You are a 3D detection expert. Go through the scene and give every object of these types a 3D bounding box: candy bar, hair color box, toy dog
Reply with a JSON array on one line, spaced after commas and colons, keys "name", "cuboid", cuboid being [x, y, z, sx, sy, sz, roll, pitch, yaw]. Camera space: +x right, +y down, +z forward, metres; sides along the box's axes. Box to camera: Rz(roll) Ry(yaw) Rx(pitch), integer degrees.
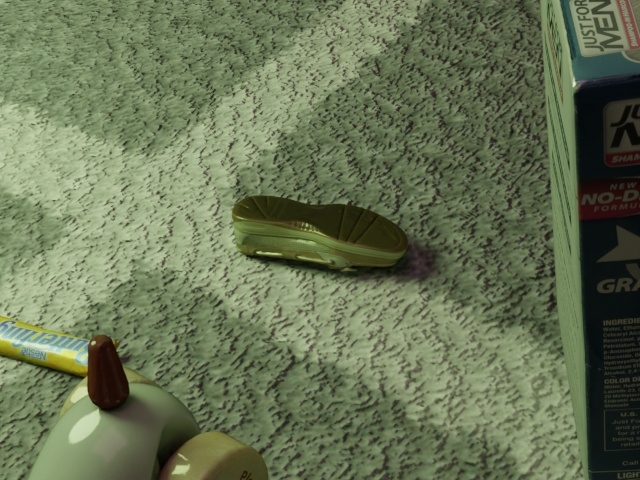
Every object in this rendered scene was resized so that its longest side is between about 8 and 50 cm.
[{"name": "candy bar", "cuboid": [-0.236, 0.084, 0.955, 0.161, 0.018, 0.040, 11, 49, 26]}, {"name": "hair color box", "cuboid": [0.197, -0.013, 0.695, 0.105, 0.347, 0.174, -7, 44, 8]}, {"name": "toy dog", "cuboid": [-0.181, 0.187, 0.717, 0.220, 0.161, 0.333, 1, 42, 25]}]

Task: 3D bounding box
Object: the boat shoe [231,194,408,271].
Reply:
[{"name": "boat shoe", "cuboid": [-0.001, 0.001, 0.965, 0.153, 0.048, 0.056, 9, 35, 15]}]
